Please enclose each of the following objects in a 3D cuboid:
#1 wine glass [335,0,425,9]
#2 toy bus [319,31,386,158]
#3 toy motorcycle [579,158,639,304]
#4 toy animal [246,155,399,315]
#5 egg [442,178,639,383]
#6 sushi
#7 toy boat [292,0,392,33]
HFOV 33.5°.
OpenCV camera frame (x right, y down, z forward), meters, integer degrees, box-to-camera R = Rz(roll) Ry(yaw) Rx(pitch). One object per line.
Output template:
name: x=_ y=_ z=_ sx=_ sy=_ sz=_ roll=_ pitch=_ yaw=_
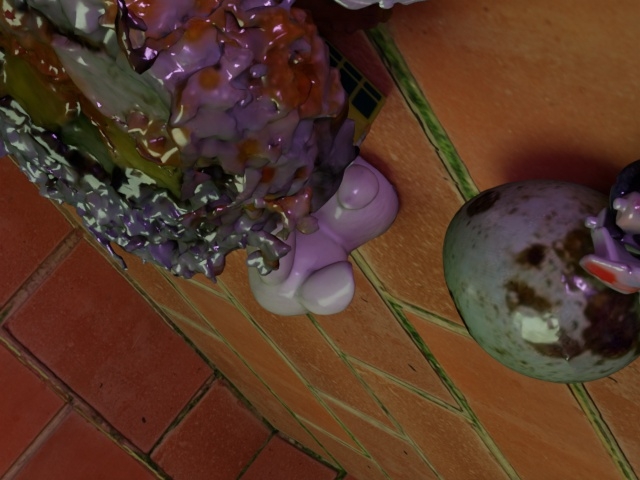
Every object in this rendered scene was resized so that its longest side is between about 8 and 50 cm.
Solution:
wine glass: x=0.046 y=-0.218 z=0.548 sx=0.156 sy=0.156 sz=0.232 roll=40 pitch=176 yaw=-3
toy bus: x=-0.076 y=-0.165 z=1.007 sx=0.262 sy=0.150 sz=0.128 roll=43 pitch=133 yaw=-11
toy motorcycle: x=0.300 y=0.061 z=0.772 sx=0.260 sy=0.171 sz=0.110 roll=37 pitch=162 yaw=0
toy animal: x=0.003 y=-0.007 z=1.202 sx=0.127 sy=0.193 sz=0.178 roll=40 pitch=155 yaw=-5
egg: x=0.192 y=0.028 z=0.917 sx=0.169 sy=0.169 sz=0.231 roll=51 pitch=174 yaw=-35
sushi: x=-0.142 y=-0.142 z=0.807 sx=0.417 sy=0.176 sz=0.418 roll=35 pitch=152 yaw=22
toy boat: x=-0.077 y=-0.270 z=0.858 sx=0.318 sy=0.099 sz=0.141 roll=40 pitch=136 yaw=-3
